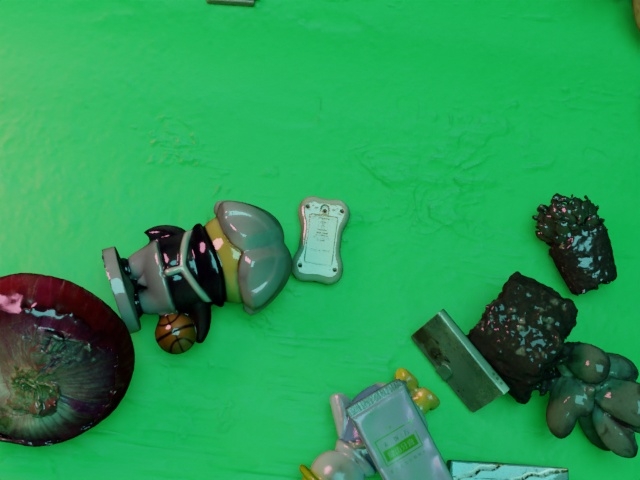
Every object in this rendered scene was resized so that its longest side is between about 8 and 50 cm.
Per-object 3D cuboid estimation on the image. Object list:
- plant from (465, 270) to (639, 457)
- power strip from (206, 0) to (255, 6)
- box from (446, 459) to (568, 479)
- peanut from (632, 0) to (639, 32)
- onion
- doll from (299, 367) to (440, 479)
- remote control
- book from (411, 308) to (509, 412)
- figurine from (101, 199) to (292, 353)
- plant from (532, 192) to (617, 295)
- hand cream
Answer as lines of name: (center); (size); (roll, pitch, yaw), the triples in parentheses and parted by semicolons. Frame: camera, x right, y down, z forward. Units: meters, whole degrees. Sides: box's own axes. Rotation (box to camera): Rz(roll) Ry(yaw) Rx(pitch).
plant: (0.323, 0.171, 1.453); (0.274, 0.146, 0.149); (40, 73, 5)
power strip: (-0.129, -0.359, 1.613); (0.083, 0.017, 0.027); (3, 77, -3)
box: (0.242, 0.407, 1.441); (0.162, 0.041, 0.229); (4, 76, -4)
peanut: (0.540, -0.344, 1.618); (0.159, 0.109, 0.140); (-30, 118, -6)
onion: (-0.358, 0.142, 1.380); (0.248, 0.248, 0.161); (-2, 46, -6)
doll: (0.054, 0.271, 1.431); (0.241, 0.099, 0.135); (-46, 112, -12)
remote control: (0.000, 0.000, 1.526); (0.074, 0.032, 0.122); (9, 75, -3)
book: (0.182, 0.163, 1.467); (0.017, 0.103, 0.135); (-35, 82, -29)
figurine: (-0.153, 0.046, 1.452); (0.236, 0.133, 0.176); (-19, 87, -7)
plant: (0.355, 0.001, 1.529); (0.092, 0.094, 0.143); (-23, 83, 1)
hand cream: (0.131, 0.311, 1.385); (0.079, 0.050, 0.275); (-28, 90, -44)
